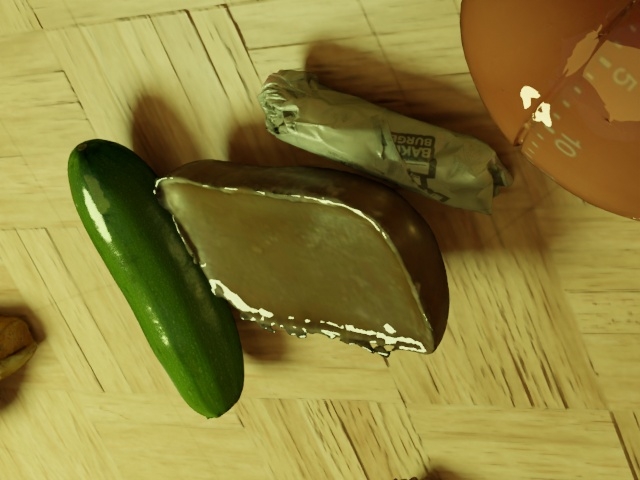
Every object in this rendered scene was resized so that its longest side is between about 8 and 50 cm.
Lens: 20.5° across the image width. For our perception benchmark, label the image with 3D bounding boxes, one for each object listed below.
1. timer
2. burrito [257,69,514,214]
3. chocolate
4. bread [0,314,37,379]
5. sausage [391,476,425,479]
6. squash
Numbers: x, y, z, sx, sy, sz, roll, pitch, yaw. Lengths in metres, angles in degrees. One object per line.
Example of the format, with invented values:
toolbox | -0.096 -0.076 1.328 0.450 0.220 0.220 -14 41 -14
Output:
timer | 0.205 -0.128 1.042 0.215 0.229 0.229 40 139 4
burrito | 0.045 -0.076 1.331 0.203 0.064 0.064 24 137 15
chocolate | 0.000 -0.001 1.411 0.261 0.083 0.161 11 135 41
bread | -0.348 0.107 1.763 0.132 0.074 0.053 -1 114 34
sausage | 0.109 0.392 1.681 0.088 0.088 0.433 11 132 28
squash | -0.137 0.030 1.537 0.082 0.082 0.292 -2 126 37
